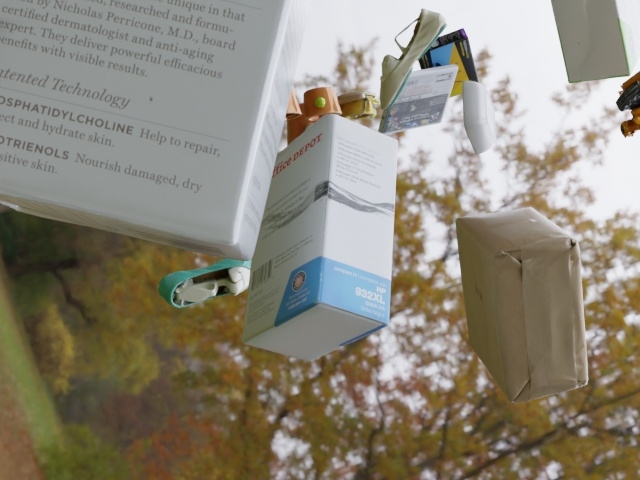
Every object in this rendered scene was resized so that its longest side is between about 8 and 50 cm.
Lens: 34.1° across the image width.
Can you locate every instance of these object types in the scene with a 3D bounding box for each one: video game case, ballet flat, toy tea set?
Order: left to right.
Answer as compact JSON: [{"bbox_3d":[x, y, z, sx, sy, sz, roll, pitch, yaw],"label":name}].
[{"bbox_3d":[-0.215,0.091,2.187,0.087,0.247,0.083,-126,-154,-53],"label":"ballet flat"},{"bbox_3d":[-0.034,-0.210,1.954,0.200,0.336,0.124,-11,-94,36],"label":"toy tea set"},{"bbox_3d":[0.185,-0.411,2.329,0.086,0.248,0.086,34,0,0],"label":"ballet flat"},{"bbox_3d":[0.242,-0.350,2.592,0.022,0.190,0.173,53,-36,36],"label":"video game case"}]

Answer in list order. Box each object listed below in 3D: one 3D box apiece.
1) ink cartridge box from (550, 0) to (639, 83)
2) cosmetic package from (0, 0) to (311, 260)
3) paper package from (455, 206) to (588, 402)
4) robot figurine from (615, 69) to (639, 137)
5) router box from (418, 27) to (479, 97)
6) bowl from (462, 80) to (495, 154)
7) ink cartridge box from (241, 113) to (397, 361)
[{"bbox_3d":[0.537,-0.454,1.956,0.119,0.353,0.207,-5,-65,30],"label":"ink cartridge box"},{"bbox_3d":[-0.202,-0.204,1.246,0.329,0.327,0.394,94,8,-85],"label":"cosmetic package"},{"bbox_3d":[0.389,0.114,2.044,0.325,0.168,0.310,-112,-166,-75],"label":"paper package"},{"bbox_3d":[0.611,-0.253,1.669,0.211,0.291,0.085,41,28,-45],"label":"robot figurine"},{"bbox_3d":[0.321,-0.439,2.636,0.179,0.133,0.046,64,8,-50],"label":"router box"},{"bbox_3d":[0.367,-0.284,2.393,0.142,0.053,0.142,55,33,-54],"label":"bowl"},{"bbox_3d":[0.000,0.000,1.572,0.223,0.129,0.308,-33,-135,52],"label":"ink cartridge box"}]
